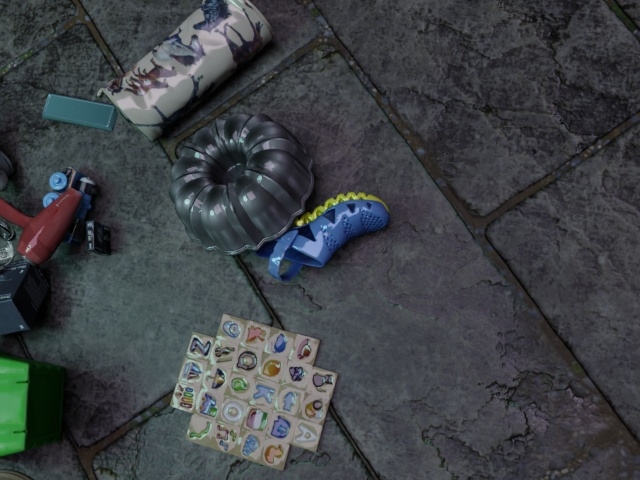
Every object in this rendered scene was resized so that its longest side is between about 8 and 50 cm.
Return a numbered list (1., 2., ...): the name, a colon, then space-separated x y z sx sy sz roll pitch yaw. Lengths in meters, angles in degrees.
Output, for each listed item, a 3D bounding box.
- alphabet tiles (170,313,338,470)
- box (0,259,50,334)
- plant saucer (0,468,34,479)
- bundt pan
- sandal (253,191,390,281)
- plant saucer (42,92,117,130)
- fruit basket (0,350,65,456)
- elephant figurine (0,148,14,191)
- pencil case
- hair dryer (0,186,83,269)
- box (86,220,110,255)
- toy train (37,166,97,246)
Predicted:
1. alphabet tiles: -0.146 0.324 1.649 0.342 0.011 0.285 14 82 13
2. box: -0.715 0.130 1.705 0.155 0.093 0.158 -11 35 8
3. plant saucer: -0.715 0.648 1.674 0.277 0.041 0.278 -2 78 9
4. bundt pan: -0.184 -0.139 1.631 0.330 0.124 0.331 -10 59 18
5. sandal: 0.000 0.000 1.615 0.317 0.126 0.138 -19 52 14
6. plant saucer: -0.584 -0.314 1.847 0.191 0.018 0.067 12 82 11
7. fruit basket: -0.746 0.324 1.572 0.391 0.392 0.283 -3 79 10
8. elephant figurine: -0.870 -0.157 1.808 0.239 0.169 0.186 -17 47 22
9. pencil case: -0.311 -0.407 1.741 0.410 0.160 0.183 -41 83 1
10. hair dryer: -0.667 -0.046 1.688 0.293 0.080 0.224 -18 78 -6
11. box: -0.506 -0.004 1.739 0.018 0.083 0.067 -7 77 10
12. toy train: -0.586 -0.077 1.773 0.105 0.080 0.184 17 83 5
